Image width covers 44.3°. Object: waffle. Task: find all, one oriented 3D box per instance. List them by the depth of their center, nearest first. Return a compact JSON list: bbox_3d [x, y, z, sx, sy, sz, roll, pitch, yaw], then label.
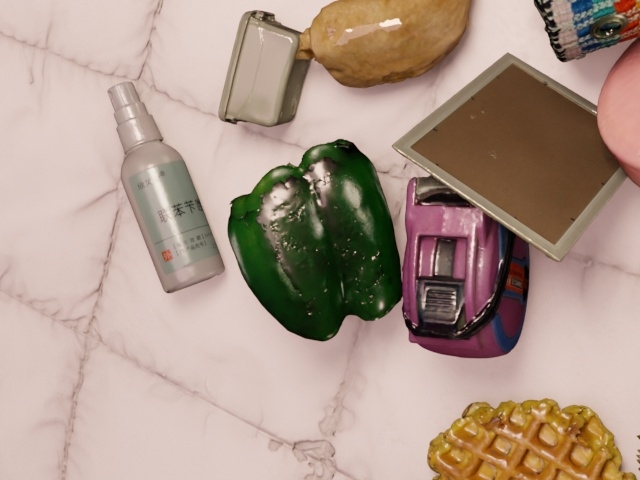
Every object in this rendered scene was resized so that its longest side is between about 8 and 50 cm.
[{"bbox_3d":[0.292,0.372,1.135,0.324,0.068,0.302,-19,91,26],"label":"waffle"}]

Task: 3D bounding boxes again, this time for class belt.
[{"bbox_3d":[0.307,-0.320,0.907,0.149,0.257,0.207,-15,112,20],"label":"belt"}]

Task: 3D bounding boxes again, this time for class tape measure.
[{"bbox_3d":[0.190,0.031,1.039,0.149,0.231,0.246,2,82,26],"label":"tape measure"}]

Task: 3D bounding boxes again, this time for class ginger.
[{"bbox_3d":[0.093,-0.291,1.083,0.267,0.138,0.152,-29,74,14],"label":"ginger"}]

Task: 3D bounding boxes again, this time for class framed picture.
[{"bbox_3d":[0.254,-0.113,0.963,0.232,0.296,0.019,38,141,17],"label":"framed picture"}]

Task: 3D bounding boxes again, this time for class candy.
[{"bbox_3d":[0.446,-0.165,0.888,0.255,0.094,0.255,-27,45,30],"label":"candy"}]

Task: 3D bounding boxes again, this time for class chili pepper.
[{"bbox_3d":[0.000,0.000,1.127,0.233,0.248,0.257,-23,98,16],"label":"chili pepper"}]

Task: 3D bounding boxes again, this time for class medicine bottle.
[{"bbox_3d":[-0.269,-0.092,1.308,0.110,0.110,0.352,-22,89,28],"label":"medicine bottle"}]

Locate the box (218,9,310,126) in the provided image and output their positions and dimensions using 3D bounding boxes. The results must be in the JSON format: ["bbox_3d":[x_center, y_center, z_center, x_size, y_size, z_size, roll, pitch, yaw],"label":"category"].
[{"bbox_3d":[-0.077,-0.250,1.184,0.092,0.124,0.172,20,109,11],"label":"box"}]

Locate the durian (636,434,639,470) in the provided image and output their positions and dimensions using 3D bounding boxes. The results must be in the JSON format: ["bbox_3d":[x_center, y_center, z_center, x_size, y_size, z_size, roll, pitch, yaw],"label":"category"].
[{"bbox_3d":[0.492,0.275,0.902,0.224,0.291,0.291,-26,86,-11],"label":"durian"}]
